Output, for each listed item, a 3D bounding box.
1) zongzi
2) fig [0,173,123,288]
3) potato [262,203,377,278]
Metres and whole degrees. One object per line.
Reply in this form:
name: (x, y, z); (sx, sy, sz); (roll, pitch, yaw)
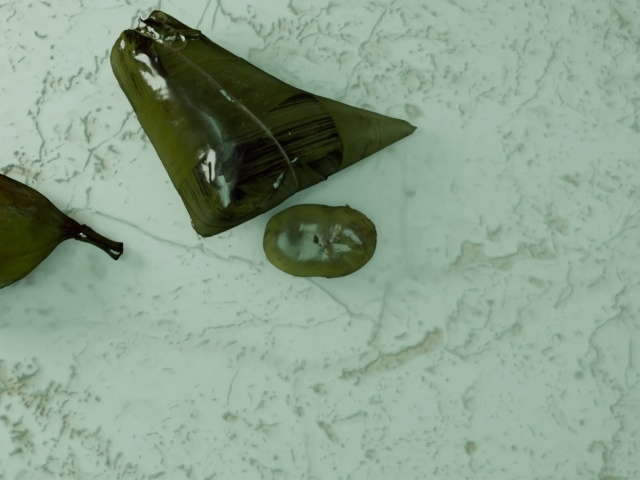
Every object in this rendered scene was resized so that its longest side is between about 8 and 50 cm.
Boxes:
zongzi: (-0.071, -0.181, 1.426); (0.300, 0.145, 0.274); (-27, 83, -16)
fig: (-0.374, -0.007, 1.418); (0.274, 0.145, 0.170); (5, 90, -12)
potato: (0.000, 0.000, 1.435); (0.137, 0.070, 0.092); (2, 90, 2)
